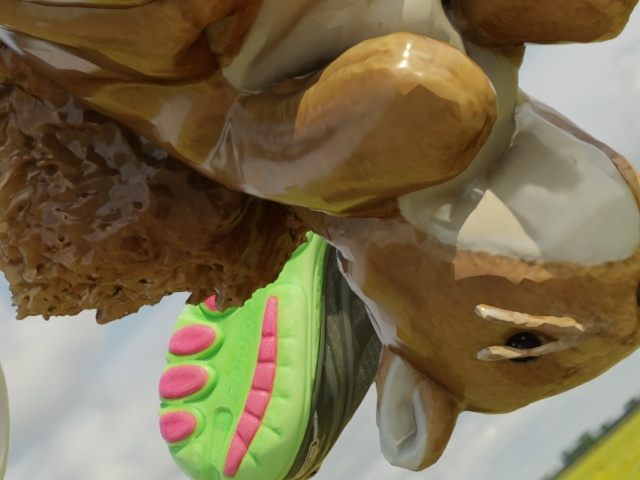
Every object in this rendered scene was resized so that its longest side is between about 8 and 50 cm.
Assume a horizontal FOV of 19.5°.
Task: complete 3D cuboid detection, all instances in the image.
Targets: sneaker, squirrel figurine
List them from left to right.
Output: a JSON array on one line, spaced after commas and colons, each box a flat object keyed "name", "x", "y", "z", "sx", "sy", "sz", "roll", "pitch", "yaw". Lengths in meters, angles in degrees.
[{"name": "squirrel figurine", "x": -0.010, "y": -0.073, "z": 0.911, "sx": 0.397, "sy": 0.370, "sz": 0.281, "roll": -5, "pitch": 43, "yaw": 48}, {"name": "sneaker", "x": 0.000, "y": 0.000, "z": 1.661, "sx": 0.483, "sy": 0.185, "sz": 0.202, "roll": -67, "pitch": -26, "yaw": -5}]

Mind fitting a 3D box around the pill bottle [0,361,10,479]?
[{"name": "pill bottle", "x": -0.398, "y": 0.153, "z": 1.523, "sx": 0.264, "sy": 0.146, "sz": 0.146, "roll": -3, "pitch": -7, "yaw": 7}]
